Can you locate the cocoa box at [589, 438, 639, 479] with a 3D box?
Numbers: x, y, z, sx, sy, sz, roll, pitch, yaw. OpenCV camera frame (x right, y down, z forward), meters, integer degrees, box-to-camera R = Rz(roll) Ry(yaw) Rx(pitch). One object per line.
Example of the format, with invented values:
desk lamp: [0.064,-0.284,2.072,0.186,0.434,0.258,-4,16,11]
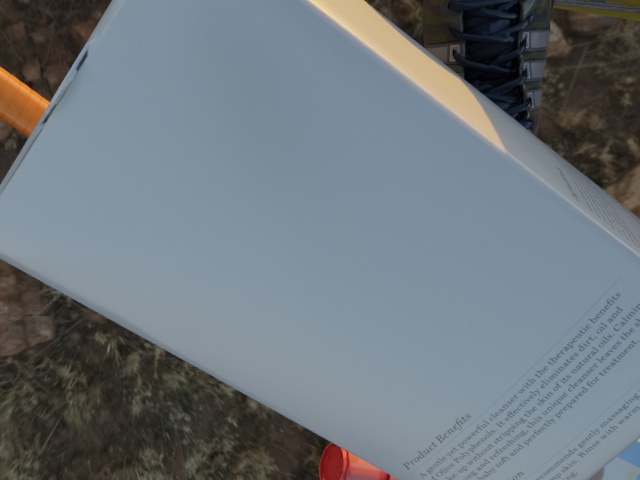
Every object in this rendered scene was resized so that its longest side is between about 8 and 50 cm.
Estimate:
cocoa box: [0.393,0.323,1.196,0.347,0.228,0.231,25,111,14]

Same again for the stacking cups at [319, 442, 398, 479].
stacking cups: [0.144,0.316,1.014,0.316,0.096,0.095,15,81,-24]

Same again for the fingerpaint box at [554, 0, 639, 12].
fingerpaint box: [0.334,-0.272,0.675,0.371,0.445,0.163,3,108,-17]

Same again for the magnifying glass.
magnifying glass: [-0.173,-0.067,0.561,0.231,0.026,0.092,37,75,-26]

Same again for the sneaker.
sneaker: [0.125,-0.129,0.565,0.111,0.300,0.121,-7,62,7]

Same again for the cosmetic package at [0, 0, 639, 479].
cosmetic package: [0.029,-0.006,0.452,0.366,0.155,0.197,35,112,-18]
